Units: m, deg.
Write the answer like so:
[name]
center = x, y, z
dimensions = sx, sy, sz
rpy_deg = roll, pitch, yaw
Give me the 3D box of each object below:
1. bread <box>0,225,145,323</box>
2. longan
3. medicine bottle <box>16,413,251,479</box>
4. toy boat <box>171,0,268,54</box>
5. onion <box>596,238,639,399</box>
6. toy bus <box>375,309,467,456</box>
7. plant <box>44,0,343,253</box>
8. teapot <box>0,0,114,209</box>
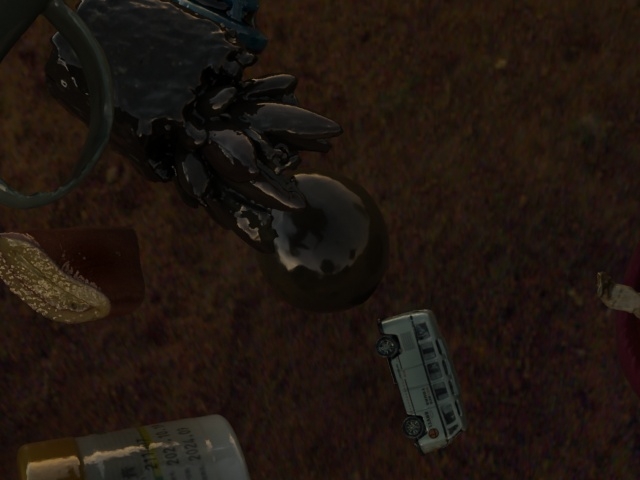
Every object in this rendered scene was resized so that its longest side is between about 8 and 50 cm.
[bread]
center = -0.236, 0.035, 1.227
dimensions = 0.067, 0.192, 0.119
rpy_deg = -45, 68, 22
[longan]
center = 0.000, 0.000, 1.555
dimensions = 0.167, 0.167, 0.187
rpy_deg = -29, 81, -10
[medicine bottle]
center = -0.197, 0.319, 1.351
dimensions = 0.232, 0.238, 0.238
rpy_deg = -8, 61, -16
[toy boat]
center = -0.142, -0.328, 1.570
dimensions = 0.092, 0.134, 0.299
rpy_deg = -62, 33, 16
[onion]
center = 0.513, 0.086, 1.627
dimensions = 0.345, 0.358, 0.358
rpy_deg = 21, 66, 6
[toy bus]
center = 0.137, 0.185, 1.666
dimensions = 0.089, 0.087, 0.194
rpy_deg = -18, 87, 10
[plant]
center = -0.129, -0.138, 1.322
dimensions = 0.321, 0.194, 0.181
rpy_deg = 33, 78, 5
[teapot]
center = -0.200, -0.097, 0.556
dimensions = 0.239, 0.162, 0.149
rpy_deg = 30, 63, -25
